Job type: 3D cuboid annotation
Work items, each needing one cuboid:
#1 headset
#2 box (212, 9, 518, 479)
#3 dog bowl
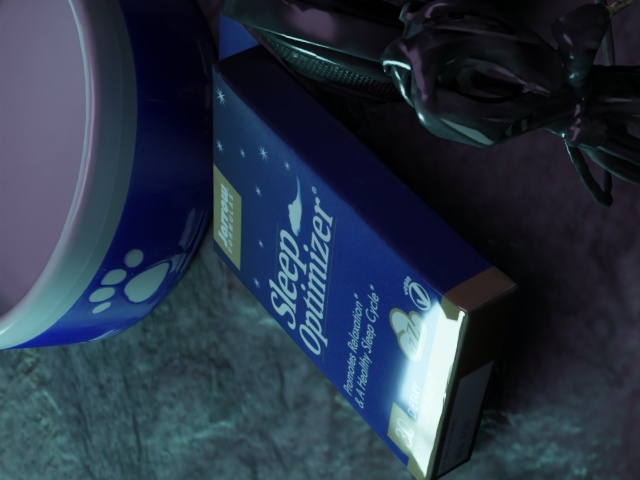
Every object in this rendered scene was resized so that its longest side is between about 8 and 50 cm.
[{"bbox_3d":[0.032,-0.164,0.542,0.243,0.185,0.394,-58,42,32],"label":"headset"},{"bbox_3d":[0.000,0.000,0.630,0.225,0.036,0.136,47,150,32],"label":"box"},{"bbox_3d":[-0.186,-0.065,0.783,0.265,0.104,0.265,-2,87,39],"label":"dog bowl"}]
